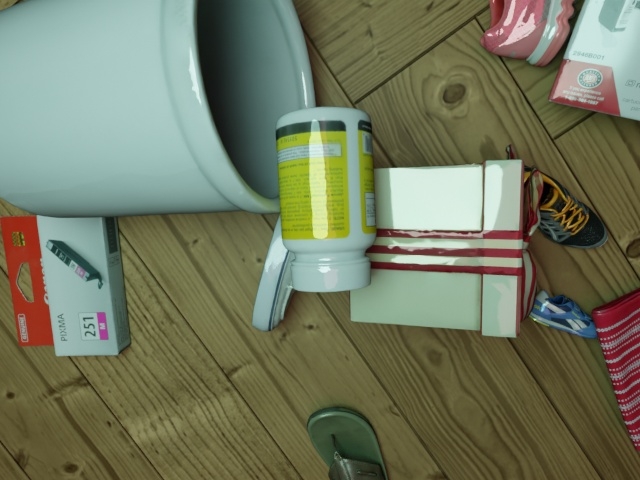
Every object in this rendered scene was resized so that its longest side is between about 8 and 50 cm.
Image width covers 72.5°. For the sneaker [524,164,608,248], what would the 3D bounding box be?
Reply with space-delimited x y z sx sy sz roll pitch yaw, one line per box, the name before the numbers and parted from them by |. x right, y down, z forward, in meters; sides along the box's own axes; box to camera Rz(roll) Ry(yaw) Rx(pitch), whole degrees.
sneaker | 0.396 -0.052 0.738 0.214 0.083 0.084 33 98 -2

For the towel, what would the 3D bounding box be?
towel | 0.593 0.206 0.763 0.198 0.031 0.275 -22 97 -9

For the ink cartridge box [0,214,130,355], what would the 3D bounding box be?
ink cartridge box | -0.502 0.082 0.835 0.238 0.060 0.275 -2 98 3

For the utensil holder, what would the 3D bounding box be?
utensil holder | -0.238 -0.192 0.610 0.385 0.327 0.328 -1 99 21

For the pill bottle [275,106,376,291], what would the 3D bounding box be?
pill bottle | 0.008 -0.047 0.539 0.119 0.119 0.209 -2 93 4

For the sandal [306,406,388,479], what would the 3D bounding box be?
sandal | 0.073 0.452 0.832 0.120 0.086 0.303 -24 96 7

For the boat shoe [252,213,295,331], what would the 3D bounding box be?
boat shoe | 0.000 -0.002 0.759 0.156 0.136 0.367 19 89 -2

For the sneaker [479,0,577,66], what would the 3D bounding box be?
sneaker | 0.325 -0.439 0.671 0.136 0.116 0.314 7 99 4

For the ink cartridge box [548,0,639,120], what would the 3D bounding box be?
ink cartridge box | 0.475 -0.316 0.613 0.196 0.114 0.273 22 117 22

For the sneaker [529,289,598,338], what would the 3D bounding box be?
sneaker | 0.445 0.132 0.776 0.144 0.053 0.059 17 97 0

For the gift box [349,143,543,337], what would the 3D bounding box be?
gift box | 0.197 -0.015 0.679 0.258 0.276 0.255 1 102 19
